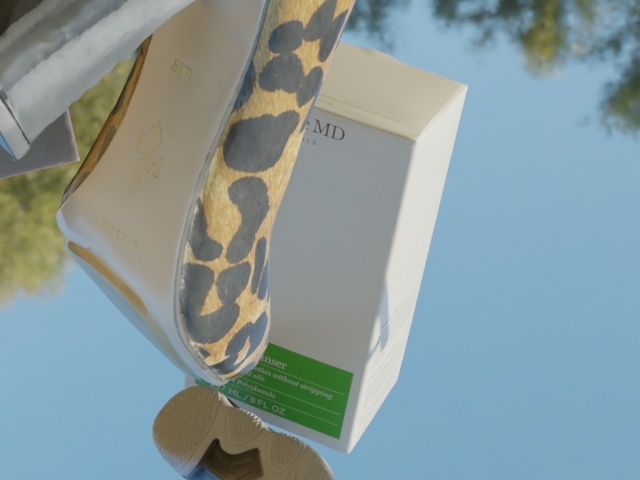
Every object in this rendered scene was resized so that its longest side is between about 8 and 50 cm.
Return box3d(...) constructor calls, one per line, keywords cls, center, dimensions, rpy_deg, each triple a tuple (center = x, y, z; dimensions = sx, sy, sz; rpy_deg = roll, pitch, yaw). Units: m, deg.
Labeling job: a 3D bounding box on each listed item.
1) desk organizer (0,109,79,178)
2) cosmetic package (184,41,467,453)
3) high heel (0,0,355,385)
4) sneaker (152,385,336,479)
box3d(cls="desk organizer", center=(-0.146, -0.097, 0.714), dimensions=(0.047, 0.130, 0.050), rpy_deg=(-15, -153, -12))
box3d(cls="cosmetic package", center=(0.000, 0.000, 1.583), dimensions=(0.197, 0.365, 0.155), rpy_deg=(19, -147, 15))
box3d(cls="high heel", center=(-0.012, -0.051, 0.576), dimensions=(0.186, 0.261, 0.093), rpy_deg=(-43, -118, -11))
box3d(cls="sneaker", center=(-0.040, 0.243, 1.515), dimensions=(0.101, 0.153, 0.268), rpy_deg=(-48, -134, -10))
